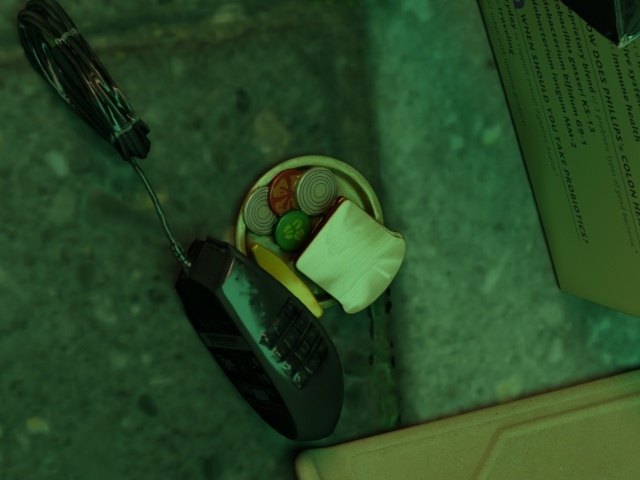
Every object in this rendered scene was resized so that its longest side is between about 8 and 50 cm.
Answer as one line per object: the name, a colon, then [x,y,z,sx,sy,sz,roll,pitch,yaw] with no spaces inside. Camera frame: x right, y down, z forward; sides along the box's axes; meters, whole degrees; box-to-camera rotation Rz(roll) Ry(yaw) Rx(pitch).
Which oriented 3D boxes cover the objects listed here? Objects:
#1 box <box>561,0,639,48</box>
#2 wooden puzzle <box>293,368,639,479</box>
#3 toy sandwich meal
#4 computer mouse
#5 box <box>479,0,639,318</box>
box: [0.011,-0.247,0.460,0.073,0.293,0.295,-37,139,-12]
wooden puzzle: [0.126,0.178,0.700,0.239,0.221,0.044,-9,145,-21]
toy sandwich meal: [0.000,0.000,0.693,0.085,0.029,0.085,-3,100,-20]
computer mouse: [-0.058,-0.010,0.653,0.041,0.071,0.242,-37,106,-20]
box: [0.188,-0.072,0.637,0.117,0.243,0.213,-23,105,-15]
